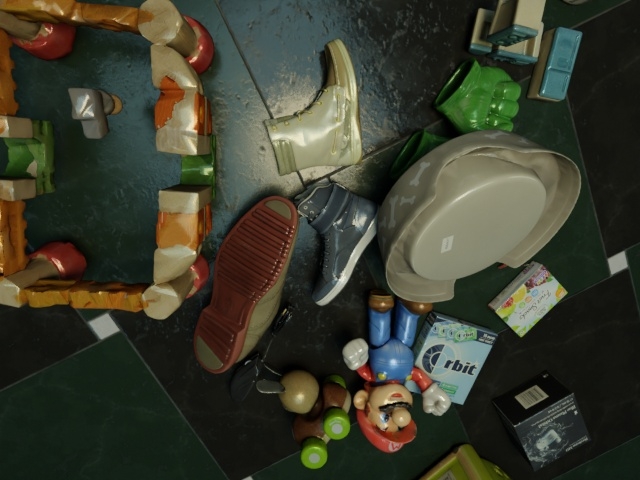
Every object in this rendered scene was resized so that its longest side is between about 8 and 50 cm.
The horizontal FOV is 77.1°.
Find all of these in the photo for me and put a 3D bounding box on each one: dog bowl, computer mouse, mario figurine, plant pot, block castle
[{"bbox_3d":[0.256,-0.036,0.703,0.348,0.102,0.349,-13,139,-12],"label":"dog bowl"},{"bbox_3d":[-0.124,0.224,0.813,0.041,0.071,0.242,30,98,-5],"label":"computer mouse"},{"bbox_3d":[0.155,0.268,0.797,0.198,0.170,0.321,5,94,23],"label":"mario figurine"},{"bbox_3d":[0.352,0.632,0.920,0.227,0.228,0.207,-42,100,5],"label":"plant pot"},{"bbox_3d":[-0.319,-0.122,0.617,0.303,0.213,0.453,4,103,-5],"label":"block castle"}]

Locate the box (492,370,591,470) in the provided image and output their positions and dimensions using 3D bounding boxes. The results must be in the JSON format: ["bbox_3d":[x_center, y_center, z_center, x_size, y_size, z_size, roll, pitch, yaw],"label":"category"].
[{"bbox_3d":[0.522,0.424,0.950,0.156,0.093,0.158,-29,109,0],"label":"box"}]

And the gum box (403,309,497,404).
[{"bbox_3d":[0.282,0.262,0.895,0.157,0.041,0.184,19,101,-12],"label":"gum box"}]

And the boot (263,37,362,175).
[{"bbox_3d":[-0.019,-0.226,0.699,0.165,0.077,0.213,-10,109,-4],"label":"boot"}]

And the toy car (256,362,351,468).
[{"bbox_3d":[-0.047,0.324,0.814,0.188,0.155,0.149,35,98,-6],"label":"toy car"}]

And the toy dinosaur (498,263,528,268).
[{"bbox_3d":[0.420,0.013,0.849,0.090,0.047,0.082,-10,88,5],"label":"toy dinosaur"}]

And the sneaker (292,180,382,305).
[{"bbox_3d":[0.000,-0.001,0.755,0.163,0.086,0.226,28,98,-17],"label":"sneaker"}]

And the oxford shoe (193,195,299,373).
[{"bbox_3d":[-0.123,0.076,0.750,0.123,0.130,0.348,34,106,21],"label":"oxford shoe"}]

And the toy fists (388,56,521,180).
[{"bbox_3d":[0.257,-0.184,0.741,0.142,0.096,0.279,30,98,-17],"label":"toy fists"}]

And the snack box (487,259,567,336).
[{"bbox_3d":[0.456,0.129,0.886,0.100,0.037,0.141,41,96,-18],"label":"snack box"}]

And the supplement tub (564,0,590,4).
[{"bbox_3d":[0.483,-0.467,0.644,0.117,0.190,0.117,-2,106,-7],"label":"supplement tub"}]

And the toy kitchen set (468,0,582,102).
[{"bbox_3d":[0.370,-0.319,0.681,0.207,0.166,0.122,6,104,-10],"label":"toy kitchen set"}]
